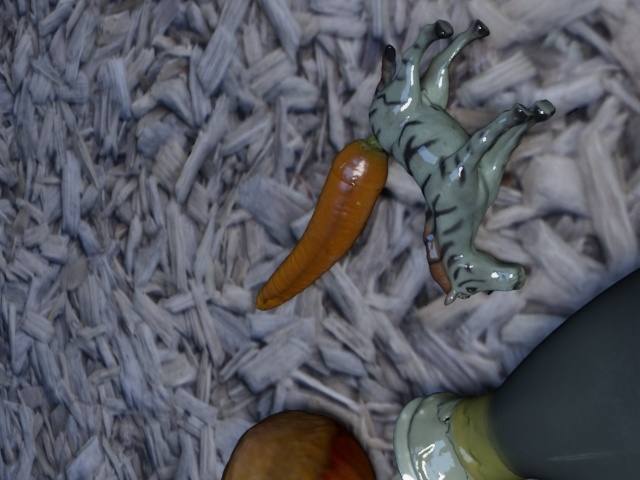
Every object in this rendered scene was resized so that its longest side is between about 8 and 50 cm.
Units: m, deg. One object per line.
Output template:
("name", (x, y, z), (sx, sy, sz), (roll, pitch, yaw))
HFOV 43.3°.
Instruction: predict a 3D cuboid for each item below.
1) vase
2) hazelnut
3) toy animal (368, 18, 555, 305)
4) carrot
("vase", (0.205, 0.133, 0.639), (0.321, 0.173, 0.173), (-33, 72, 44))
("hazelnut", (-0.029, 0.274, 0.847), (0.182, 0.182, 0.182), (4, 96, 41))
("toy animal", (0.131, -0.079, 0.730), (0.170, 0.089, 0.255), (-30, 71, 43))
("carrot", (0.000, 0.000, 0.873), (0.066, 0.062, 0.271), (29, 121, 0))
